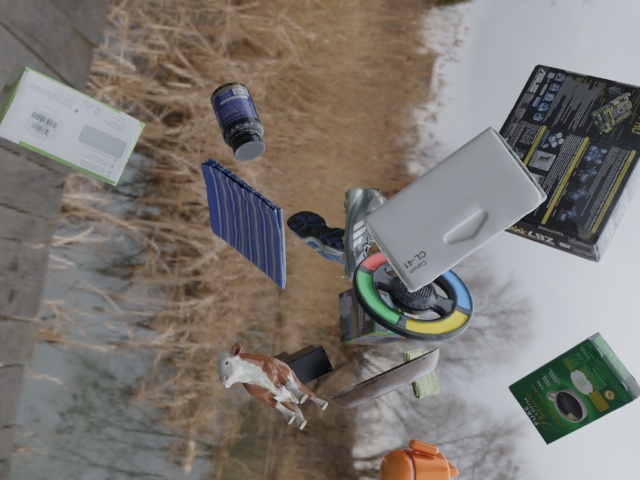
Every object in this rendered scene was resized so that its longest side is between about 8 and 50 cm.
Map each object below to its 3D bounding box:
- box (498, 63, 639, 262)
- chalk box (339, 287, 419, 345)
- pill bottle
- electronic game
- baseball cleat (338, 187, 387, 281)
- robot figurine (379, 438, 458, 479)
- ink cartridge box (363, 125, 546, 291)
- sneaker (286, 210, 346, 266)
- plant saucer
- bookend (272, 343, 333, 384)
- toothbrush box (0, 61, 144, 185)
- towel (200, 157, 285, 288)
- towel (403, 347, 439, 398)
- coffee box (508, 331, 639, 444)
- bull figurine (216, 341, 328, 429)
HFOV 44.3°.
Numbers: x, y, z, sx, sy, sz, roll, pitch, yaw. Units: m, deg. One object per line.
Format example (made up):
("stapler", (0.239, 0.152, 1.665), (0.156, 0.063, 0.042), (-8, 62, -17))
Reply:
("box", (0.539, -0.182, 1.727), (0.394, 0.318, 0.097), (-60, 144, -13))
("chalk box", (0.154, 0.172, 1.908), (0.213, 0.132, 0.132), (-28, -120, 57))
("pill bottle", (-0.239, -0.348, 2.314), (0.122, 0.123, 0.219), (94, -22, -61))
("electronic game", (0.170, 0.096, 1.438), (0.229, 0.229, 0.048), (-81, -174, -51))
("baseball cleat", (0.094, -0.017, 1.569), (0.072, 0.110, 0.205), (76, 14, -67))
("robot figurine", (0.248, 0.608, 2.051), (0.158, 0.220, 0.128), (121, -32, -44))
("ink cartridge box", (0.194, -0.043, 1.188), (0.131, 0.226, 0.306), (54, 5, 5))
("sneaker", (0.000, 0.000, 1.822), (0.080, 0.211, 0.081), (-37, 138, -23))
("plant saucer", (0.168, 0.357, 1.992), (0.310, 0.311, 0.050), (88, -21, -81))
("bookend", (-0.067, 0.336, 2.102), (0.072, 0.156, 0.157), (67, -13, -7))
("toothbrush box", (-0.449, -0.208, 1.369), (0.122, 0.206, 0.283), (-64, -152, 3))
("towel", (-0.200, -0.047, 2.020), (0.336, 0.040, 0.243), (36, -41, 41))
("towel", (0.302, 0.397, 2.361), (0.027, 0.110, 0.148), (-32, -112, 42))
("coffee box", (0.390, 0.231, 1.219), (0.040, 0.113, 0.184), (-20, 159, -44))
("bull figurine", (-0.105, 0.314, 1.701), (0.101, 0.188, 0.310), (-53, 158, 0))
